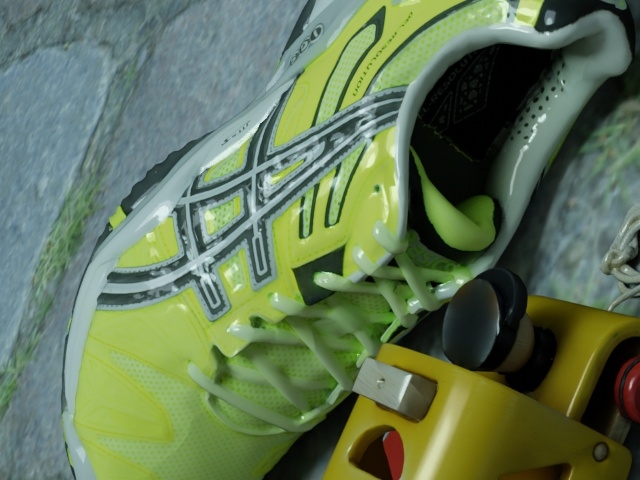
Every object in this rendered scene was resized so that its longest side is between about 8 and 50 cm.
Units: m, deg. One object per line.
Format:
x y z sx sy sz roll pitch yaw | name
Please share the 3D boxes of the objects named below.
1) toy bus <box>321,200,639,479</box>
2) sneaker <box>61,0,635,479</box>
0.061 0.081 0.639 0.191 0.104 0.202 -42 35 32 | toy bus
0.000 0.000 0.766 0.384 0.145 0.147 -58 29 12 | sneaker
